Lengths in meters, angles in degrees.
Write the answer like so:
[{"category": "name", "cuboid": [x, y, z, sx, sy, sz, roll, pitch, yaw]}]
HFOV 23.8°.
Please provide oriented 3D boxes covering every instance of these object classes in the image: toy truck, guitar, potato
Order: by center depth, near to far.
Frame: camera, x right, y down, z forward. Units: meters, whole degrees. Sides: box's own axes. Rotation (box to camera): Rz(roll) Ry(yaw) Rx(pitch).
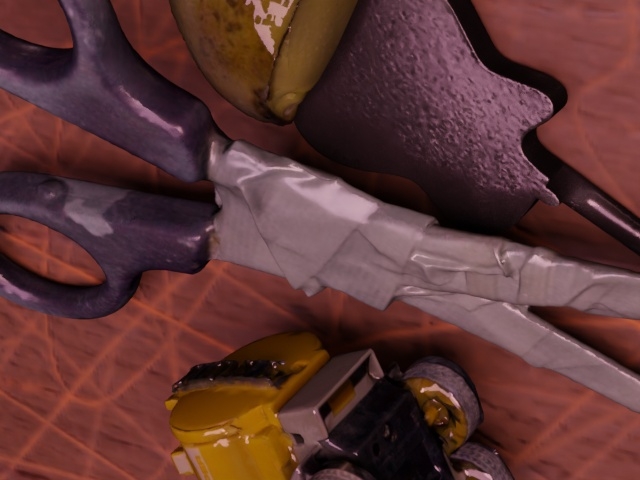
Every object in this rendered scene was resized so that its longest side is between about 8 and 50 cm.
[{"category": "potato", "cuboid": [-0.025, -0.142, 0.576, 0.119, 0.054, 0.198, 23, 113, 26]}, {"category": "guitar", "cuboid": [0.091, -0.021, 0.597, 0.233, 0.025, 0.088, 37, 120, 9]}, {"category": "toy truck", "cuboid": [0.025, 0.144, 0.639, 0.114, 0.098, 0.227, -11, 110, 39]}]

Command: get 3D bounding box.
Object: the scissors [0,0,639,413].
[{"category": "scissors", "cuboid": [0.000, 0.000, 0.614, 0.383, 0.029, 0.256, 20, 143, 11]}]
